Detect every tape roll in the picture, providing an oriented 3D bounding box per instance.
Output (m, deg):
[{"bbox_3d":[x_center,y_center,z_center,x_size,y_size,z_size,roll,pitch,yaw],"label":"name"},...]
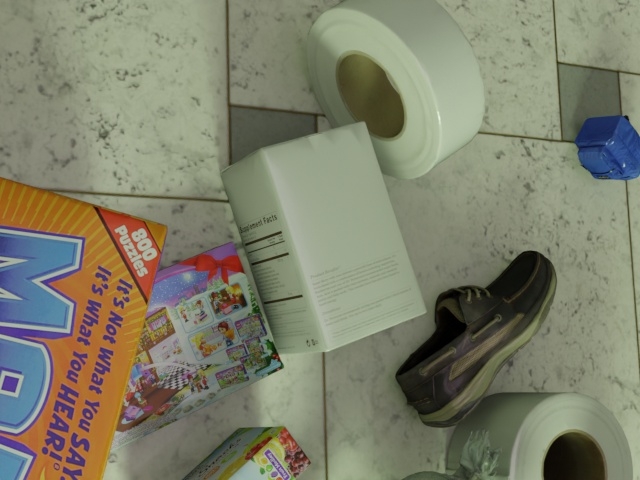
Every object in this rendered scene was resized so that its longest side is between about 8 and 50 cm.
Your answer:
[{"bbox_3d":[0.348,0.364,1.530,0.246,0.169,0.246,4,80,-27],"label":"tape roll"},{"bbox_3d":[0.107,-0.237,1.439,0.100,0.286,0.286,-36,99,-26],"label":"tape roll"}]

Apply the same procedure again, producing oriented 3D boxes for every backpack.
[{"bbox_3d":[0.528,-0.157,1.745,0.120,0.098,0.101,38,76,-30],"label":"backpack"}]

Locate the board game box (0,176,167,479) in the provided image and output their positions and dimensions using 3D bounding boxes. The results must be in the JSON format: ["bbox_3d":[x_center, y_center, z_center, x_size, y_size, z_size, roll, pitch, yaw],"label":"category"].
[{"bbox_3d":[-0.405,0.131,1.038,0.356,0.356,0.356,16,76,-15],"label":"board game box"}]

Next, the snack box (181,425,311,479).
[{"bbox_3d":[-0.135,0.340,1.287,0.207,0.174,0.070,-38,96,-25],"label":"snack box"}]

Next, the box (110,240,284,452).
[{"bbox_3d":[-0.217,0.146,1.341,0.293,0.057,0.201,-23,92,-27],"label":"box"}]

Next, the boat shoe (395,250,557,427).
[{"bbox_3d":[0.252,0.133,1.539,0.130,0.132,0.355,47,64,-13],"label":"boat shoe"}]

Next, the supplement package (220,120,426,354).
[{"bbox_3d":[0.000,0.000,1.406,0.177,0.175,0.293,-18,90,-26],"label":"supplement package"}]

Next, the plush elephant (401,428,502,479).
[{"bbox_3d":[0.187,0.433,1.286,0.272,0.255,0.330,41,85,-21],"label":"plush elephant"}]
